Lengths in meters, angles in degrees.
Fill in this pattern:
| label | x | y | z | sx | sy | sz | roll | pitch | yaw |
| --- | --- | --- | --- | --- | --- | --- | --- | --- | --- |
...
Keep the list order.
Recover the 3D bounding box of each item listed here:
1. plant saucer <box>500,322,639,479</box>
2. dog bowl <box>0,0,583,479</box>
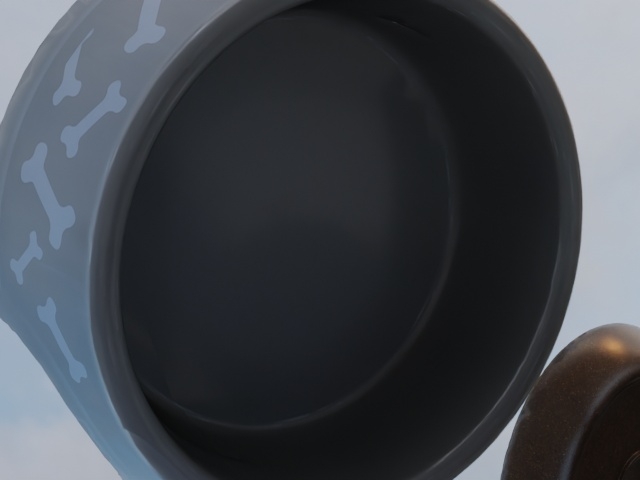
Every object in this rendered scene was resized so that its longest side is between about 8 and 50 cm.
| label | x | y | z | sx | sy | sz | roll | pitch | yaw |
| --- | --- | --- | --- | --- | --- | --- | --- | --- | --- |
| plant saucer | 0.157 | 0.128 | 0.636 | 0.168 | 0.029 | 0.168 | -5 | -82 | -41 |
| dog bowl | 0.000 | 0.000 | 0.670 | 0.349 | 0.102 | 0.349 | -8 | -74 | -30 |
